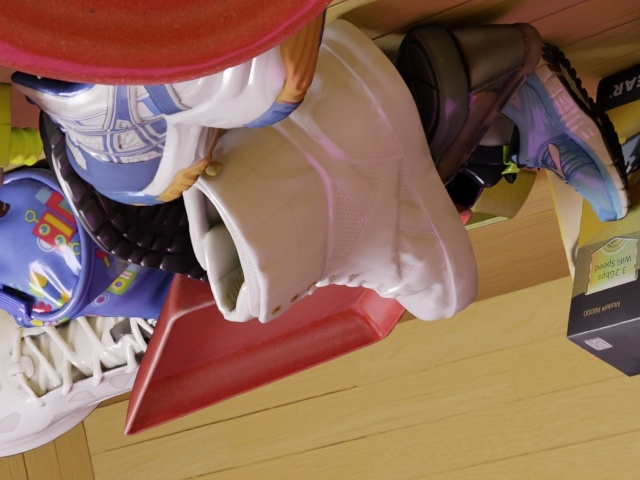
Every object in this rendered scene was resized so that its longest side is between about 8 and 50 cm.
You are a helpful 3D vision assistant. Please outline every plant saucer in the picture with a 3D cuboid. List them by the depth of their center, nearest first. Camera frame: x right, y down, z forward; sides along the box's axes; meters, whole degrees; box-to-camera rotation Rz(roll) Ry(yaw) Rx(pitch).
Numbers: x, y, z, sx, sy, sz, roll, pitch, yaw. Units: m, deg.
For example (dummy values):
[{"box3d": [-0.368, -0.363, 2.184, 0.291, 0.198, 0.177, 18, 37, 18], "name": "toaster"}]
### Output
[{"box3d": [-0.032, 0.053, 1.385, 0.259, 0.047, 0.258, -20, 161, -23], "name": "plant saucer"}, {"box3d": [0.117, -0.031, 1.799, 0.188, 0.045, 0.188, -16, 171, 23], "name": "plant saucer"}]

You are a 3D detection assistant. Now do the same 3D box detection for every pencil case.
[{"box3d": [-0.139, 0.009, 1.386, 0.119, 0.133, 0.306, 20, -169, 33], "name": "pencil case"}]

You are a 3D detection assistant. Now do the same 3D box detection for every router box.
[{"box3d": [0.333, -0.050, 1.279, 0.081, 0.243, 0.309, 30, 146, -31], "name": "router box"}]

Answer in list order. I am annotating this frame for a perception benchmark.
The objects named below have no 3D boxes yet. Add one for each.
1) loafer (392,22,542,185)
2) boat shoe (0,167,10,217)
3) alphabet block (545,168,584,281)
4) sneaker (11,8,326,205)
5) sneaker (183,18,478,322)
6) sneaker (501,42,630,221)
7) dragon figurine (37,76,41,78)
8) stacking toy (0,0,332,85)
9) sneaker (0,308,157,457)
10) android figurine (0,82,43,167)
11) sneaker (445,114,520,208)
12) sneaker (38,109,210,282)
[{"box3d": [0.089, -0.086, 1.219, 0.084, 0.096, 0.267, -17, 171, -12], "name": "loafer"}, {"box3d": [-0.294, 0.004, 1.021, 0.117, 0.096, 0.324, 4, -172, 20], "name": "boat shoe"}, {"box3d": [0.345, -0.033, 1.624, 0.197, 0.192, 0.193, -16, 170, 28], "name": "alphabet block"}, {"box3d": [-0.103, -0.098, 0.882, 0.131, 0.111, 0.296, 11, 164, -19], "name": "sneaker"}, {"box3d": [0.000, 0.000, 1.139, 0.169, 0.108, 0.292, -42, 143, -10], "name": "sneaker"}, {"box3d": [0.177, -0.074, 1.289, 0.073, 0.162, 0.063, -25, -148, 22], "name": "sneaker"}, {"box3d": [-0.150, -0.114, 0.657, 0.289, 0.085, 0.144, -11, 172, -4], "name": "dragon figurine"}, {"box3d": [-0.155, -0.117, 0.476, 0.309, 0.130, 0.279, -34, 140, 6], "name": "stacking toy"}, {"box3d": [-0.231, 0.085, 1.810, 0.448, 0.169, 0.257, -18, 166, -21], "name": "sneaker"}, {"box3d": [-0.265, -0.054, 0.836, 0.248, 0.056, 0.273, 4, -177, 42], "name": "android figurine"}, {"box3d": [0.074, -0.053, 1.391, 0.084, 0.097, 0.235, -6, 170, -35], "name": "sneaker"}, {"box3d": [-0.115, -0.042, 1.154, 0.124, 0.107, 0.283, 34, 177, 36], "name": "sneaker"}]
